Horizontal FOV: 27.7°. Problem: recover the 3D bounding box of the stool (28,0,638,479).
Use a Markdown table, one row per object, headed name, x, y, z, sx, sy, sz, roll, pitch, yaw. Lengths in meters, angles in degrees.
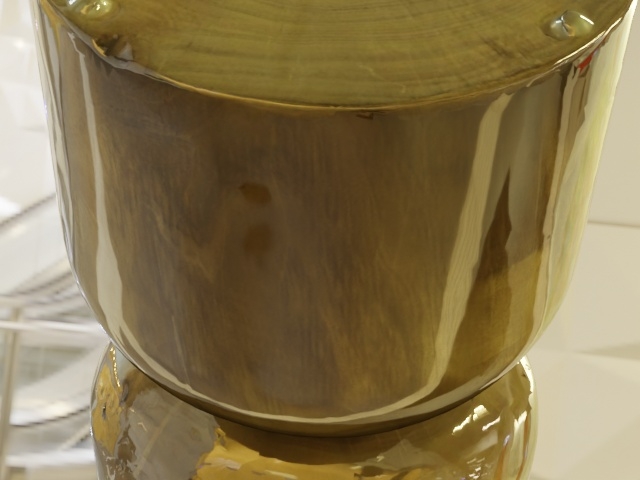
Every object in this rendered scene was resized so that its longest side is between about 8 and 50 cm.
| name | x | y | z | sx | sy | sz | roll | pitch | yaw |
| --- | --- | --- | --- | --- | --- | --- | --- | --- | --- |
| stool | 0.000 | 0.000 | 0.454 | 0.179 | 0.264 | 0.179 | 1 | 43 | -1 |
